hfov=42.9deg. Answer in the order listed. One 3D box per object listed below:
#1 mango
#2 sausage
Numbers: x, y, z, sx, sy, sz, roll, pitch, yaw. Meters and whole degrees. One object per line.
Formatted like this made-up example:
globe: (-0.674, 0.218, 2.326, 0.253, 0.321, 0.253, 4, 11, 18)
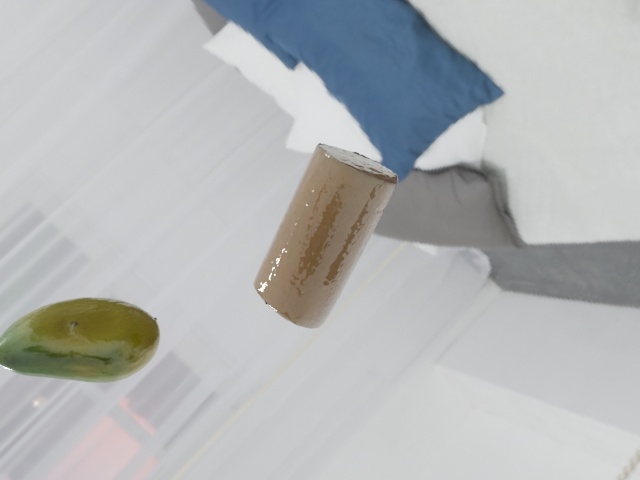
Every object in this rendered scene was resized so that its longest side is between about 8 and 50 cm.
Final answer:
mango: (-0.365, 0.147, 1.242, 0.237, 0.137, 0.091, 8, 136, -12)
sausage: (0.000, 0.000, 1.104, 0.123, 0.253, 0.123, 23, -161, -8)
